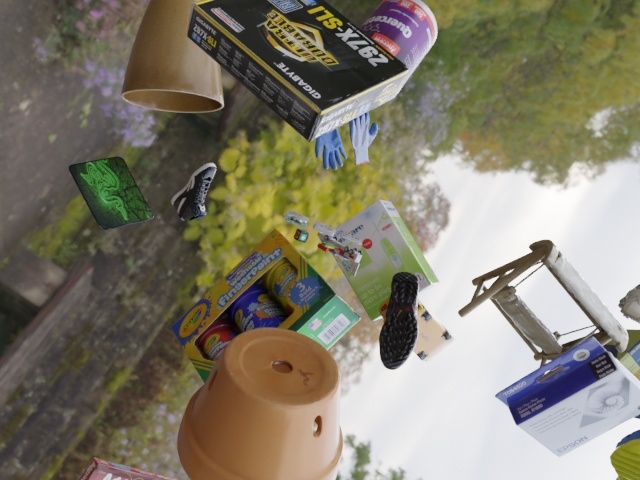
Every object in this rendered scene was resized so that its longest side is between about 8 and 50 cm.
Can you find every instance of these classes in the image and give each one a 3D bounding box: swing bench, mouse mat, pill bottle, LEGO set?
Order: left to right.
[{"bbox_3d":[-0.502,-0.116,1.915,0.152,0.189,0.007,-19,162,-44],"label":"mouse mat"},{"bbox_3d":[0.000,0.000,1.703,0.244,0.182,0.060,-78,-170,-82],"label":"LEGO set"},{"bbox_3d":[0.162,-0.481,2.057,0.323,0.181,0.181,-55,179,-32],"label":"pill bottle"},{"bbox_3d":[0.486,0.154,1.727,0.255,0.253,0.165,-37,-173,33],"label":"swing bench"}]

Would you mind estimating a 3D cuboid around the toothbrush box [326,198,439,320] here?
[{"bbox_3d":[0.174,0.056,2.274,0.206,0.283,0.122,-33,168,17],"label":"toothbrush box"}]

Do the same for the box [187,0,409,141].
[{"bbox_3d":[-0.038,-0.341,1.441,0.257,0.322,0.079,-31,157,-41],"label":"box"}]

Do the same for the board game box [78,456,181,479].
[{"bbox_3d":[-0.413,0.557,1.698,0.281,0.027,0.145,36,84,-47],"label":"board game box"}]

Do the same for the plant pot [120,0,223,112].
[{"bbox_3d":[-0.336,-0.447,1.862,0.237,0.237,0.254,132,-39,-88],"label":"plant pot"}]

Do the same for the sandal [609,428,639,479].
[{"bbox_3d":[0.682,0.451,1.656,0.138,0.126,0.317,-53,152,-20],"label":"sandal"}]

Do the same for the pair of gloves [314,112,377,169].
[{"bbox_3d":[0.071,-0.273,2.123,0.023,0.198,0.159,15,-68,59],"label":"pair of gloves"}]

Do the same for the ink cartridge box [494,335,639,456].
[{"bbox_3d":[0.480,0.302,1.497,0.223,0.224,0.045,-38,-146,22],"label":"ink cartridge box"}]

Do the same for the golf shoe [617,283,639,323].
[{"bbox_3d":[0.725,0.141,1.800,0.086,0.069,0.176,-60,179,17],"label":"golf shoe"}]

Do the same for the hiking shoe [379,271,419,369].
[{"bbox_3d":[0.185,0.191,1.798,0.114,0.086,0.227,73,28,-63],"label":"hiking shoe"}]

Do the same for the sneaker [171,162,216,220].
[{"bbox_3d":[-0.399,-0.150,2.667,0.217,0.121,0.079,-44,157,25],"label":"sneaker"}]

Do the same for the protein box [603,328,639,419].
[{"bbox_3d":[0.829,0.352,2.092,0.136,0.201,0.200,-40,-177,-12],"label":"protein box"}]

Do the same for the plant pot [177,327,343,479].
[{"bbox_3d":[-0.086,0.286,1.361,0.291,0.291,0.203,-58,165,-60],"label":"plant pot"}]

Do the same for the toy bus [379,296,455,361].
[{"bbox_3d":[0.256,0.224,2.126,0.108,0.130,0.333,-39,146,6],"label":"toy bus"}]

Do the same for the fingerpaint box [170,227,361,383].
[{"bbox_3d":[-0.170,0.240,2.315,0.445,0.163,0.371,-43,-136,-1],"label":"fingerpaint box"}]
